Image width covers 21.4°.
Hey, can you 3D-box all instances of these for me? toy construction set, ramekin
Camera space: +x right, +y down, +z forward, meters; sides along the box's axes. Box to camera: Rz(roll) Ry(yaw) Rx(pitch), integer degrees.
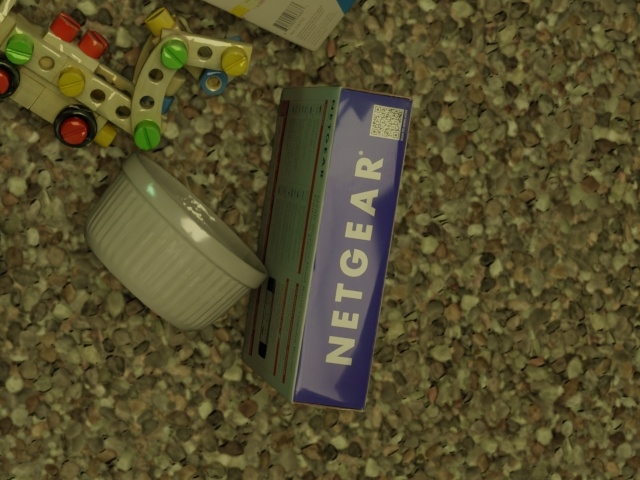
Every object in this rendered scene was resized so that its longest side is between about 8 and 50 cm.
[{"bbox_3d":[-0.257,-0.226,1.875,0.327,0.151,0.215,38,110,-6],"label":"toy construction set"},{"bbox_3d":[-0.168,0.008,1.894,0.207,0.207,0.109,42,93,-13],"label":"ramekin"}]

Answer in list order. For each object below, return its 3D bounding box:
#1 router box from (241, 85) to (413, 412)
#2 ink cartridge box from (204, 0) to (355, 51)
[{"bbox_3d":[0.000,0.000,1.879,0.082,0.301,0.335,8,93,-13],"label":"router box"},{"bbox_3d":[-0.068,-0.320,1.893,0.231,0.078,0.134,22,123,-30],"label":"ink cartridge box"}]
